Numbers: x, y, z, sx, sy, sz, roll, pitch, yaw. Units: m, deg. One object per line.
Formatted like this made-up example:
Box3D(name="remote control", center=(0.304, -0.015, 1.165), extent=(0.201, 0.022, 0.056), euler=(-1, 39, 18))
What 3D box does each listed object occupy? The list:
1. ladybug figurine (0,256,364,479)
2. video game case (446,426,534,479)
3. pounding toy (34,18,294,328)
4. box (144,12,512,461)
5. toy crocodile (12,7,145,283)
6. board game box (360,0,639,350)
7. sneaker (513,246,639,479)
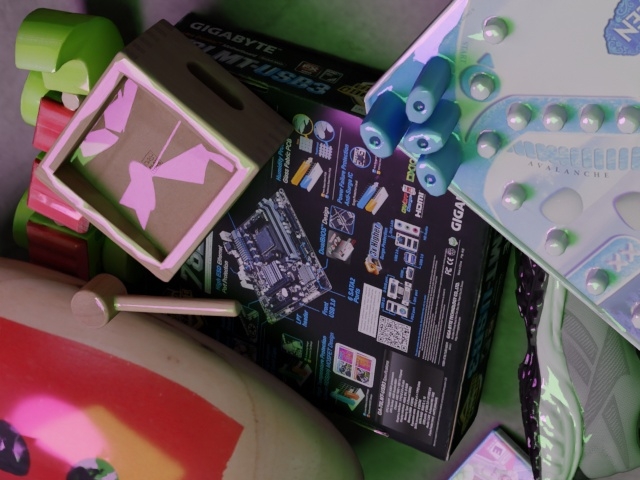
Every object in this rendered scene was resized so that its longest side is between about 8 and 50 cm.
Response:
Box3D(name="ladybug figurine", center=(-0.187, 0.161, 1.328), extent=(0.449, 0.162, 0.305), euler=(22, 153, 11))
Box3D(name="video game case", center=(0.171, 0.255, 1.327), extent=(0.166, 0.015, 0.119), euler=(44, 114, 14))
Box3D(name="pounding toy", center=(-0.113, -0.025, 1.173), extent=(0.181, 0.094, 0.206), euler=(40, 120, -3))
Box3D(name="box", center=(0.000, 0.000, 1.244), extent=(0.293, 0.073, 0.295), euler=(21, 129, 20))
Box3D(name="toy crocodile", center=(-0.200, -0.044, 1.306), extent=(0.115, 0.105, 0.340), euler=(22, 131, 14))
Box3D(name="board game box", center=(0.271, -0.061, 0.912), extent=(0.390, 0.050, 0.390), euler=(40, 130, -7))
Box3D(name="sneaker", center=(0.203, 0.064, 1.184), extent=(0.108, 0.100, 0.271), euler=(-6, 119, 2))
